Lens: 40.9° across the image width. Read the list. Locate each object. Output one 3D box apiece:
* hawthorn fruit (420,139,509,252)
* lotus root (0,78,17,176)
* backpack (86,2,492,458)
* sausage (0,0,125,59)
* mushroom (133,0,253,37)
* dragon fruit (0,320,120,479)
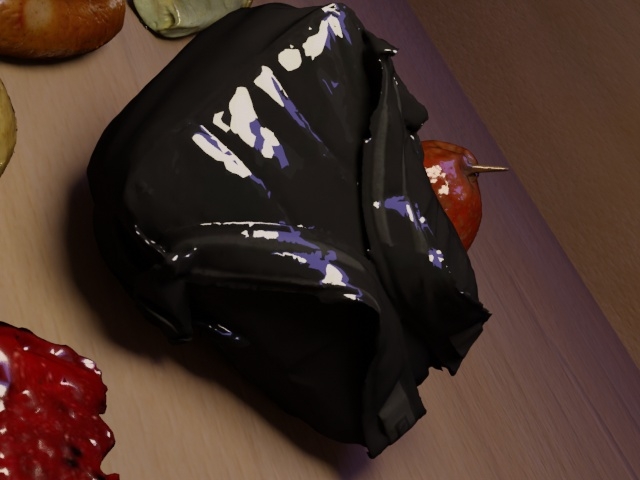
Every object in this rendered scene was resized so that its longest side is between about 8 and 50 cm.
[{"bbox_3d":[0.157,-0.052,1.285,0.210,0.262,0.210,42,21,-21],"label":"hawthorn fruit"},{"bbox_3d":[-0.308,-0.057,0.573,0.160,0.146,0.284,25,22,-11],"label":"lotus root"},{"bbox_3d":[0.000,0.000,0.869,0.255,0.363,0.445,11,-35,55],"label":"backpack"},{"bbox_3d":[-0.303,-0.249,0.950,0.103,0.076,0.302,44,22,1],"label":"sausage"},{"bbox_3d":[-0.195,-0.378,1.347,0.100,0.081,0.312,47,27,-4],"label":"mushroom"},{"bbox_3d":[-0.216,0.182,0.442,0.282,0.100,0.343,28,30,-41],"label":"dragon fruit"}]
